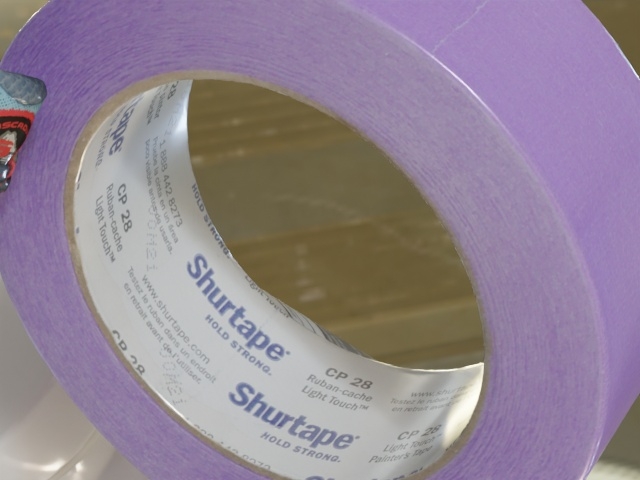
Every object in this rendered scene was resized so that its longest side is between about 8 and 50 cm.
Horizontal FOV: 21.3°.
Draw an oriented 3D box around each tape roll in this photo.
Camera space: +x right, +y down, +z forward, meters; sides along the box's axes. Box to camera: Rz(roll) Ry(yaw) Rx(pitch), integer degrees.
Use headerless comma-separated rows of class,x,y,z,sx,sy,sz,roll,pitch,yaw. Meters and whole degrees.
tape roll,0.000,0.000,0.674,0.090,0.274,0.275,-45,142,-45

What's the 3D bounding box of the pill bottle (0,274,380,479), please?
pill bottle,-0.067,0.136,1.087,0.210,0.363,0.210,-30,-137,33

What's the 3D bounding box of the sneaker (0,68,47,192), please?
sneaker,-0.160,-0.026,0.609,0.104,0.125,0.262,-24,104,-80
